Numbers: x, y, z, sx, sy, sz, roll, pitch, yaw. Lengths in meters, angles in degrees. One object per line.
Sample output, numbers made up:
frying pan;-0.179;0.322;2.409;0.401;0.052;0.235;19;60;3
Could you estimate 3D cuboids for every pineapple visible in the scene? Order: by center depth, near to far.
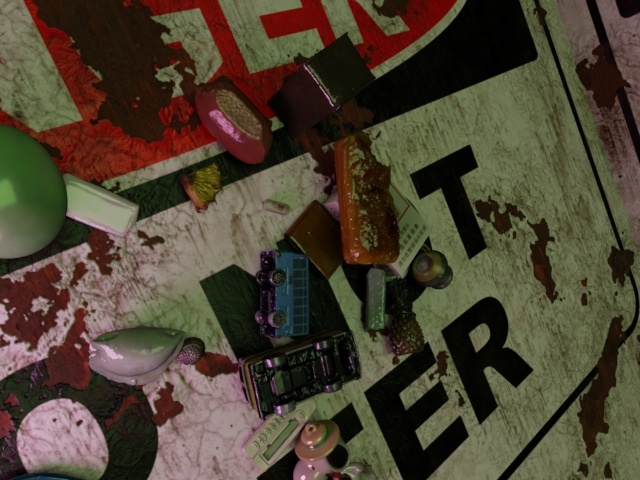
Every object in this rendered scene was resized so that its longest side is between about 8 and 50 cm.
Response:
pineapple;-0.313;-0.147;1.178;0.116;0.069;0.138;23;65;-20
pineapple;0.263;0.240;1.445;0.125;0.125;0.252;-5;77;-30

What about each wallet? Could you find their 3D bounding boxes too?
wallet;-0.528;-0.079;1.059;0.189;0.033;0.095;28;73;-24
wallet;-0.002;0.001;1.349;0.195;0.042;0.161;48;60;-15

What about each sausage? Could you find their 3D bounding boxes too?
sausage;-0.227;-0.320;1.200;0.254;0.148;0.148;41;67;-17

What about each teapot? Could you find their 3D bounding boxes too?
teapot;0.374;0.087;1.517;0.119;0.130;0.166;33;37;-38

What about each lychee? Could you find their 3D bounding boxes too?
lychee;-0.324;0.275;1.122;0.083;0.068;0.067;13;37;-25

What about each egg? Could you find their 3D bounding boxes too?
egg;-0.632;-0.098;0.892;0.220;0.220;0.270;-21;92;-30

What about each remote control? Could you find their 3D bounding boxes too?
remote control;-0.108;0.506;1.223;0.230;0.049;0.090;-43;95;-27

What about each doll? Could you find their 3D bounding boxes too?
doll;0.047;0.615;1.267;0.271;0.144;0.208;17;97;-24

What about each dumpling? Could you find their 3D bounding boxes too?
dumpling;-0.422;0.263;1.053;0.216;0.149;0.105;-7;57;-21

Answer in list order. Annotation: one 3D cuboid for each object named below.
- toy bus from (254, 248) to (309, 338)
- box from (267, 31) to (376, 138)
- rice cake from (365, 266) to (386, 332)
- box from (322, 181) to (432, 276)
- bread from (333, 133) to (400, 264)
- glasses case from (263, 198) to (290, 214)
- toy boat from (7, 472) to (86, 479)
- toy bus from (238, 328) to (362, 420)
toy bus;-0.099;0.142;1.234;0.133;0.116;0.234;2;86;-30
box;-0.003;-0.424;1.256;0.184;0.273;0.143;-46;106;-25
rice cake;0.172;0.185;1.403;0.063;0.069;0.207;1;81;7
box;0.184;-0.070;1.431;0.330;0.095;0.210;46;65;-16
bread;0.142;-0.119;1.299;0.185;0.109;0.381;-3;84;-29
glasses case;-0.126;-0.096;1.296;0.083;0.021;0.032;14;80;-28
toy boat;-0.571;0.547;0.931;0.237;0.098;0.110;22;71;-26
toy bus;-0.058;0.341;1.197;0.305;0.179;0.143;-13;89;-30
